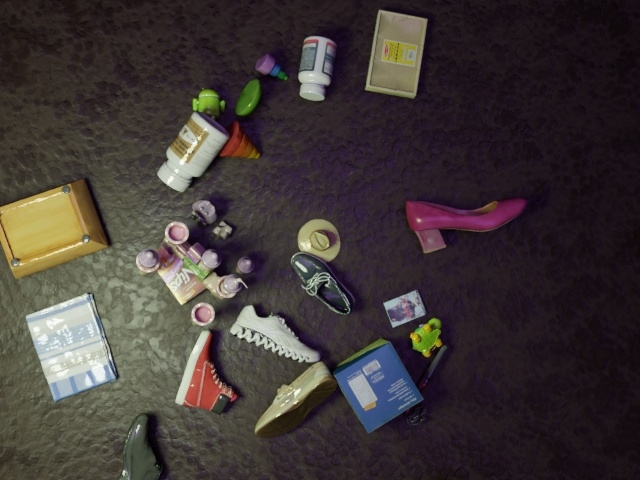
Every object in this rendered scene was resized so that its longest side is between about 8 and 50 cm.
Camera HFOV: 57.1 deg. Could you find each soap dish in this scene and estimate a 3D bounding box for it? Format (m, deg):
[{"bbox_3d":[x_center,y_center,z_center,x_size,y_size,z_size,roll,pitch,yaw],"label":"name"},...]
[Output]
[{"bbox_3d":[-0.822,-0.039,1.769,0.291,0.118,0.228,-20,88,-7],"label":"soap dish"}]

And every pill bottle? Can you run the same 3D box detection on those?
[{"bbox_3d":[-0.014,-0.546,1.877,0.108,0.108,0.180,10,86,-4],"label":"pill bottle"},{"bbox_3d":[-0.393,-0.268,1.798,0.131,0.131,0.229,38,101,-2],"label":"pill bottle"}]

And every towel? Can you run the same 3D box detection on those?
[{"bbox_3d":[-0.759,0.325,1.794,0.210,0.034,0.284,-19,88,-5],"label":"towel"}]

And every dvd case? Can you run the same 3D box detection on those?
[{"bbox_3d":[0.273,0.220,1.899,0.120,0.013,0.087,-20,88,-7],"label":"dvd case"}]

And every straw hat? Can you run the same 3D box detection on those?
[{"bbox_3d":[0.000,0.000,1.866,0.145,0.061,0.144,0,87,-5],"label":"straw hat"}]

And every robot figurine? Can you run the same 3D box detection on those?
[{"bbox_3d":[-0.352,-0.426,1.860,0.101,0.067,0.115,0,86,-11],"label":"robot figurine"}]

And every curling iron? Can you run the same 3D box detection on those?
[{"bbox_3d":[0.344,0.461,1.879,0.068,0.035,0.273,24,85,-7],"label":"curling iron"}]

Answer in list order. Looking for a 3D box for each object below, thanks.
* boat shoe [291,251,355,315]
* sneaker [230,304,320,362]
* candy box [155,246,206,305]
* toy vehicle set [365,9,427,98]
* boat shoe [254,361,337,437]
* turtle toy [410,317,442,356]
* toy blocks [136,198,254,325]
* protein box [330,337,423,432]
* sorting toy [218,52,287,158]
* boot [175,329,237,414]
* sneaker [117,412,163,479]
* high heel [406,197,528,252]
[{"bbox_3d":[0.004,0.139,1.843,0.095,0.079,0.254,-42,91,14],"label":"boat shoe"},{"bbox_3d":[-0.127,0.294,1.820,0.292,0.110,0.118,24,76,-3],"label":"sneaker"},{"bbox_3d":[-0.438,0.095,1.827,0.109,0.053,0.186,-36,91,-7],"label":"candy box"},{"bbox_3d":[0.251,-0.614,1.939,0.166,0.035,0.266,10,86,-4],"label":"toy vehicle set"},{"bbox_3d":[-0.085,0.493,1.812,0.302,0.098,0.109,-42,132,9],"label":"boat shoe"},{"bbox_3d":[0.340,0.301,1.873,0.130,0.066,0.095,-40,114,-9],"label":"turtle toy"},{"bbox_3d":[-0.331,0.046,1.695,0.288,0.260,0.309,45,65,-4],"label":"toy blocks"},{"bbox_3d":[0.170,0.442,1.814,0.200,0.136,0.201,-30,89,-6],"label":"protein box"},{"bbox_3d":[-0.197,-0.408,1.872,0.126,0.127,0.365,28,81,-32],"label":"sorting toy"},{"bbox_3d":[-0.324,0.405,1.802,0.176,0.088,0.244,16,93,-4],"label":"boot"},{"bbox_3d":[-0.533,0.659,1.767,0.130,0.109,0.286,9,95,-11],"label":"sneaker"},{"bbox_3d":[0.467,-0.107,1.875,0.378,0.127,0.181,-23,99,-3],"label":"high heel"}]
